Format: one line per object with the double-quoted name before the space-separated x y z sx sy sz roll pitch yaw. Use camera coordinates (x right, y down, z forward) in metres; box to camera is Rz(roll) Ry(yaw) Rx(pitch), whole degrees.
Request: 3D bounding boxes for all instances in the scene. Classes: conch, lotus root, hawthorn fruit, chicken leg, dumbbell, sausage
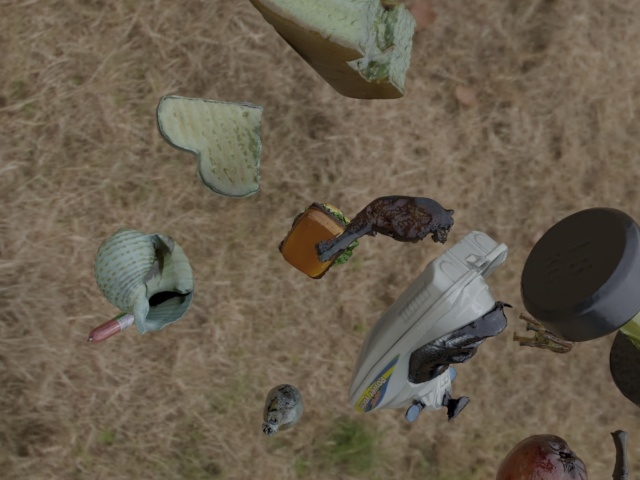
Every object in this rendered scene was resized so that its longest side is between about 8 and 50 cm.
"conch" -0.258 0.051 1.378 0.135 0.102 0.153 -20 99 -14
"lotus root" -0.079 0.345 1.927 0.165 0.088 0.088 -47 124 -74
"hawthorn fruit" 0.395 0.452 1.732 0.169 0.169 0.188 22 117 -35
"chicken leg" 0.107 -0.023 1.623 0.051 0.253 0.106 47 34 -55
"dumbbell" 0.473 0.115 1.429 0.322 0.204 0.203 39 66 -27
"sausage" -0.347 0.139 1.755 0.223 0.029 0.029 -31 107 -45

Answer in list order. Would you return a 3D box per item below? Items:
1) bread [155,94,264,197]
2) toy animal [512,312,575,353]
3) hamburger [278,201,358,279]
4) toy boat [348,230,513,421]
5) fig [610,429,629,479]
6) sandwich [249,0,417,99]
"bread" -0.172 -0.184 1.634 0.172 0.064 0.232 -44 92 -8
"toy animal" 0.393 0.162 1.637 0.099 0.241 0.056 11 88 5
"hamburger" 0.000 0.000 1.909 0.137 0.166 0.087 41 37 0
"toy boat" 0.124 0.115 1.054 0.141 0.141 0.269 -16 139 -37
"fig" 0.344 0.371 1.181 0.146 0.170 0.274 27 81 -25
"sandwich" 0.021 -0.290 1.238 0.236 0.128 0.122 31 72 -50
